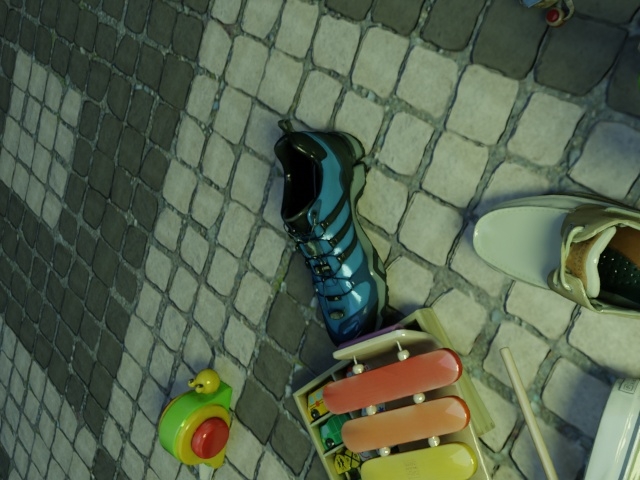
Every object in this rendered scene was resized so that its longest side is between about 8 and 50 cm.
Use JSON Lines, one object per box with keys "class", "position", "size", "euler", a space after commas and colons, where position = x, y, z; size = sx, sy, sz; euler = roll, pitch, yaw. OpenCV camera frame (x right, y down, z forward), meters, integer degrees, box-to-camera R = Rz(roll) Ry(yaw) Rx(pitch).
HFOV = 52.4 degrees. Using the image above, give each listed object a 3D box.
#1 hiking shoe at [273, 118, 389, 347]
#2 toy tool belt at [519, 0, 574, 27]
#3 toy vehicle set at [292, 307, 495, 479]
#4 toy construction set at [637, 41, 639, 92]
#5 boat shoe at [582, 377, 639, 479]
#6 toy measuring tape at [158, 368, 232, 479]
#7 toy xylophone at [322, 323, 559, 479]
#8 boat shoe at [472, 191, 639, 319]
{"class": "hiking shoe", "position": [0.000, 0.000, 0.857], "size": [0.113, 0.132, 0.304], "euler": [-20, 75, 42]}
{"class": "toy tool belt", "position": [0.233, -0.270, 0.697], "size": [0.052, 0.051, 0.083], "euler": [-24, 78, 40]}
{"class": "toy vehicle set", "position": [0.085, 0.226, 0.873], "size": [0.267, 0.035, 0.166], "euler": [-41, 67, 35]}
{"class": "toy construction set", "position": [0.318, -0.042, 0.441], "size": [0.257, 0.237, 0.309], "euler": [128, 131, -69]}
{"class": "boat shoe", "position": [0.304, 0.291, 0.642], "size": [0.094, 0.109, 0.303], "euler": [15, 100, 38]}
{"class": "toy measuring tape", "position": [-0.225, 0.372, 1.104], "size": [0.121, 0.121, 0.330], "euler": [23, 108, 38]}
{"class": "toy xylophone", "position": [0.139, 0.243, 0.748], "size": [0.236, 0.081, 0.323], "euler": [-36, 70, 36]}
{"class": "boat shoe", "position": [0.278, 0.013, 0.643], "size": [0.302, 0.103, 0.113], "euler": [10, 99, 40]}
